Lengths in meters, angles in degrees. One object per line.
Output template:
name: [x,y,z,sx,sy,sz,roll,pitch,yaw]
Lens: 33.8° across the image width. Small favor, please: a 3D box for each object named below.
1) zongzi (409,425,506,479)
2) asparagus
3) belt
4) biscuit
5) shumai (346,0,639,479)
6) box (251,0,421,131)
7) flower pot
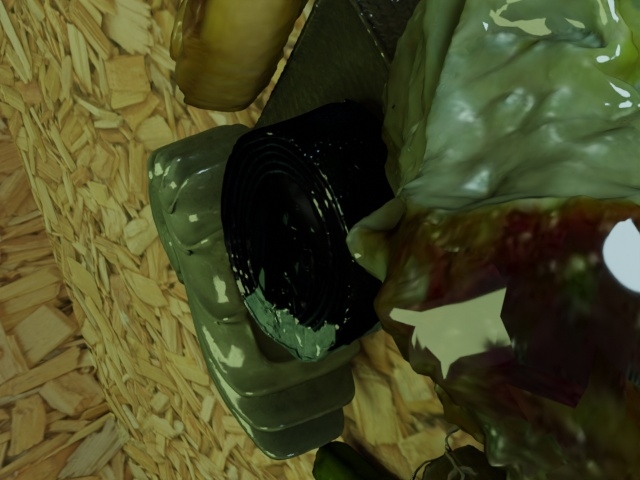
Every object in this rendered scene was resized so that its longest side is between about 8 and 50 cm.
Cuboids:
zongzi: [0.175,0.324,0.959,0.248,0.111,0.241,49,158,47]
asparagus: [0.082,0.317,1.187,0.277,0.067,0.060,37,167,50]
belt: [0.000,0.000,0.726,0.151,0.078,0.198,51,147,24]
biscuit: [-0.049,-0.244,0.823,0.296,0.102,0.296,-168,90,-81]
shumai: [0.107,0.022,0.478,0.309,0.263,0.304,50,132,1]
box: [0.065,-0.070,0.798,0.184,0.143,0.273,62,155,14]
flower pot: [-0.070,0.059,1.163,0.254,0.164,0.367,22,129,66]
